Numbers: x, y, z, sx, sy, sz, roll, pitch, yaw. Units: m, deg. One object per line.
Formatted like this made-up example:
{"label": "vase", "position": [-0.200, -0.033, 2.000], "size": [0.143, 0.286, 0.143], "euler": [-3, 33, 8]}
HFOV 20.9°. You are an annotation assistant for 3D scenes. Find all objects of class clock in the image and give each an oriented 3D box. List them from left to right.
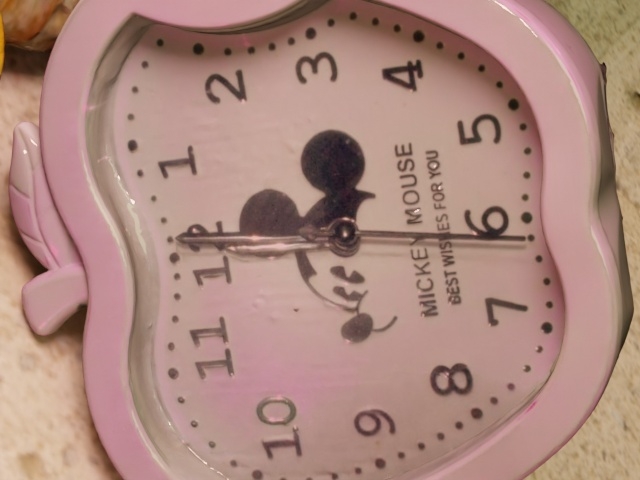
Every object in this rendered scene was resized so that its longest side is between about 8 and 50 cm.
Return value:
{"label": "clock", "position": [0.000, 0.000, 0.919], "size": [0.338, 0.339, 0.102], "euler": [67, 20, -3]}

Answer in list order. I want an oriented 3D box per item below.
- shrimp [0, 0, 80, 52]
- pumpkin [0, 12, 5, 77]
{"label": "shrimp", "position": [-0.225, -0.240, 0.938], "size": [0.360, 0.085, 0.247], "euler": [36, 38, -42]}
{"label": "pumpkin", "position": [-0.269, -0.062, 0.732], "size": [0.222, 0.139, 0.317], "euler": [48, 42, -31]}
